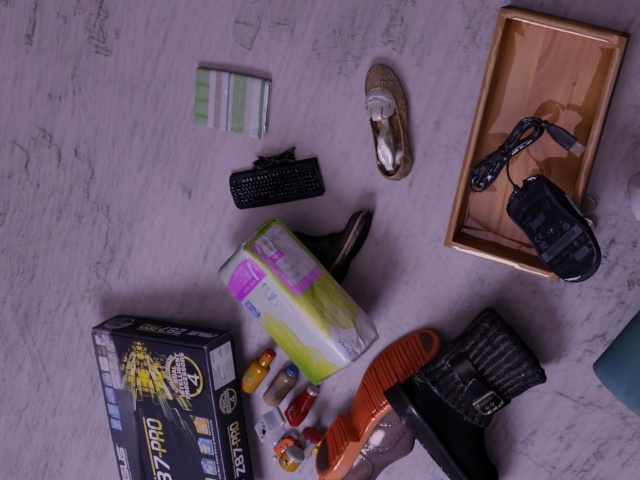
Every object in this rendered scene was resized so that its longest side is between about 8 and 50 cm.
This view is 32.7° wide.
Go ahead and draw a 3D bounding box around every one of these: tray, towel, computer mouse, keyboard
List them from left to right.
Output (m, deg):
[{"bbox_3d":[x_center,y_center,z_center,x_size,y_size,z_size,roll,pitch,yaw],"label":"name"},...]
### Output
[{"bbox_3d":[-0.163,-0.256,2.021,0.152,0.023,0.113,14,111,21],"label":"towel"},{"bbox_3d":[-0.092,-0.112,2.030,0.192,0.038,0.100,-10,104,25],"label":"keyboard"},{"bbox_3d":[0.350,-0.158,1.791,0.202,0.076,0.411,18,112,17],"label":"tray"},{"bbox_3d":[0.377,-0.074,1.734,0.262,0.060,0.184,48,122,17],"label":"computer mouse"}]

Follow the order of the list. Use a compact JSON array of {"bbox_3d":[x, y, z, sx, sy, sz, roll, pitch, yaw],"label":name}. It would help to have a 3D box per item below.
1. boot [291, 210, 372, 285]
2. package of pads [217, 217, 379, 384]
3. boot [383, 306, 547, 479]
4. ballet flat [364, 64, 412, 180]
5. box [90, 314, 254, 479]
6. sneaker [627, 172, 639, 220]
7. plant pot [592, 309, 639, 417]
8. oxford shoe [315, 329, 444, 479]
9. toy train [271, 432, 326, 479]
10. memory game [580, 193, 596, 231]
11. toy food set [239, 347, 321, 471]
[{"bbox_3d":[0.000,0.000,2.014,0.137,0.077,0.198,36,117,14],"label":"boot"},{"bbox_3d":[-0.043,0.114,1.997,0.296,0.101,0.229,48,156,0],"label":"package of pads"},{"bbox_3d":[0.299,0.305,1.960,0.260,0.131,0.348,-38,125,0],"label":"boot"},{"bbox_3d":[0.115,-0.200,1.891,0.073,0.067,0.206,-9,104,26],"label":"ballet flat"},{"bbox_3d":[-0.297,0.361,2.228,0.318,0.097,0.395,7,111,36],"label":"box"},{"bbox_3d":[0.592,-0.044,1.728,0.212,0.080,0.094,19,134,41],"label":"sneaker"},{"bbox_3d":[0.614,0.182,1.699,0.293,0.293,0.235,33,105,10],"label":"plant pot"},{"bbox_3d":[0.137,0.321,2.062,0.132,0.130,0.364,26,114,-24],"label":"oxford shoe"},{"bbox_3d":[-0.015,0.440,2.193,0.166,0.046,0.125,46,121,6],"label":"toy train"},{"bbox_3d":[0.378,-0.044,1.865,0.186,0.012,0.186,8,112,21],"label":"memory game"},{"bbox_3d":[-0.061,0.325,2.117,0.104,0.111,0.232,-55,45,28],"label":"toy food set"}]
